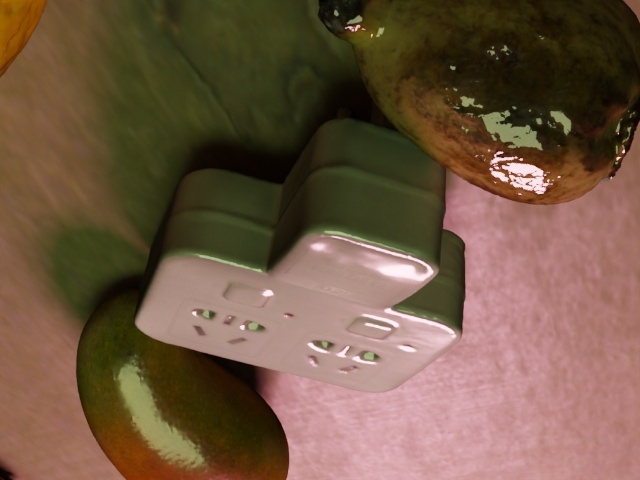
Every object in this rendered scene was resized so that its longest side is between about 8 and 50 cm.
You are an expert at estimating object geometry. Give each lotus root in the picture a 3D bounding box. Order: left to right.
[{"bbox_3d":[0.099,-0.106,0.521,0.214,0.138,0.138,26,132,-13],"label":"lotus root"}]

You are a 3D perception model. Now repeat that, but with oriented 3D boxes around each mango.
[{"bbox_3d":[-0.130,0.169,0.819,0.146,0.129,0.289,-23,123,25],"label":"mango"}]

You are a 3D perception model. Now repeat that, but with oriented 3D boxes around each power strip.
[{"bbox_3d":[0.000,0.000,0.657,0.229,0.141,0.261,15,149,-14],"label":"power strip"}]

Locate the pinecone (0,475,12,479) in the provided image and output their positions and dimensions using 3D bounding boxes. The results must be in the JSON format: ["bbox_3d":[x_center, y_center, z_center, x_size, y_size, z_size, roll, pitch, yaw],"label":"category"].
[{"bbox_3d":[-0.380,0.292,0.979,0.102,0.102,0.109,-24,165,23],"label":"pinecone"}]

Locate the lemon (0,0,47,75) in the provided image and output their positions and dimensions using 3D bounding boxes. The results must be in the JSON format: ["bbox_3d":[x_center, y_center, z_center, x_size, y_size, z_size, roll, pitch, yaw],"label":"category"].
[{"bbox_3d":[-0.253,-0.147,0.398,0.267,0.267,0.267,0,137,0],"label":"lemon"}]

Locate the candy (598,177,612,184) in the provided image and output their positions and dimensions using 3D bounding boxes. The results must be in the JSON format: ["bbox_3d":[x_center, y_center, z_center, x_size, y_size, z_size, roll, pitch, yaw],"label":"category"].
[{"bbox_3d":[0.193,-0.068,0.635,0.030,0.020,0.083,-16,136,17],"label":"candy"}]
